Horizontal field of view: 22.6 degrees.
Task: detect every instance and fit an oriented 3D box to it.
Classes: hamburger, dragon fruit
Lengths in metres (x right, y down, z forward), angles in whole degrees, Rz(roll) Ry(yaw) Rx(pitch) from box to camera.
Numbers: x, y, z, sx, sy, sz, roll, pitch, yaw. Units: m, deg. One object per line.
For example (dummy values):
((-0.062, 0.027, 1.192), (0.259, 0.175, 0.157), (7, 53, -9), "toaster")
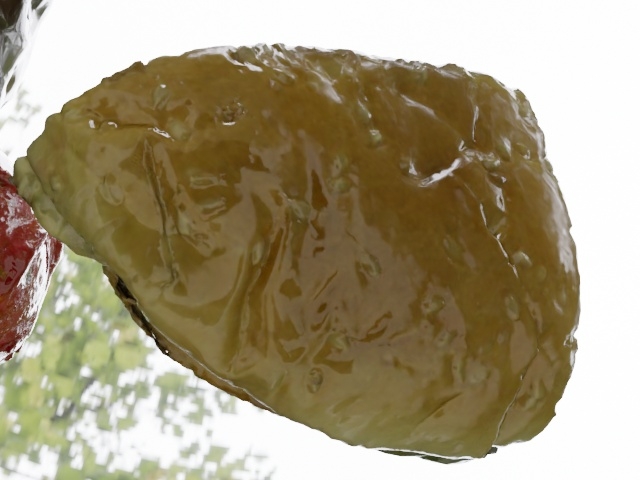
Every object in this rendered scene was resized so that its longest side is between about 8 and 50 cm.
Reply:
((0.000, 0.000, 0.622), (0.207, 0.155, 0.135), (19, -49, -41), "hamburger")
((-0.297, 0.003, 1.197), (0.210, 0.205, 0.268), (-17, -33, -16), "dragon fruit")

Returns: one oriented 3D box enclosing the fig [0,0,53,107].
((-0.270, -0.113, 0.792), (0.286, 0.369, 0.286), (1, -99, -5), "fig")
